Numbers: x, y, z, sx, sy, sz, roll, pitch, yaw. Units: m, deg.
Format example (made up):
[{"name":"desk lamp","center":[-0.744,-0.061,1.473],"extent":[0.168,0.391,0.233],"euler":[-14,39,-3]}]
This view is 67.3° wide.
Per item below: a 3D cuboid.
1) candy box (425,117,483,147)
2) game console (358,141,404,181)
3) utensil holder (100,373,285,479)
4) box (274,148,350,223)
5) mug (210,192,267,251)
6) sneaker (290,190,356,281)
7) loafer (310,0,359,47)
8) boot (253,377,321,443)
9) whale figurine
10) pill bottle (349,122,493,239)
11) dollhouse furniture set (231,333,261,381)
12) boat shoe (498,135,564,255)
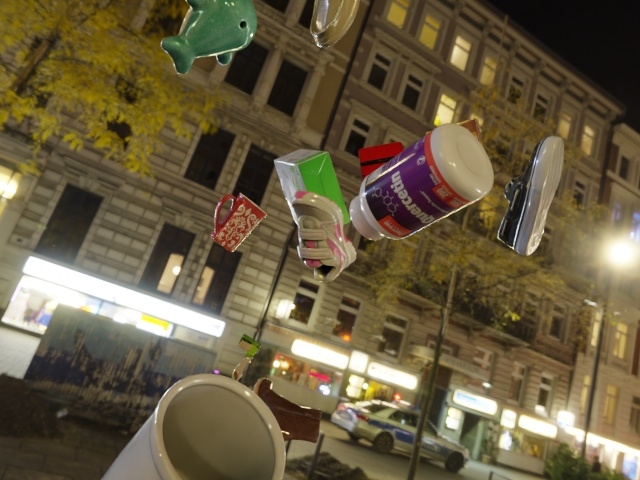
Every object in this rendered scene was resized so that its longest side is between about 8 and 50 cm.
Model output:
[{"name":"candy box","center":[0.492,-0.368,1.766],"extent":[0.187,0.109,0.053],"euler":[-12,-2,29]},{"name":"game console","center":[0.202,-0.243,1.551],"extent":[0.144,0.124,0.085],"euler":[-9,15,8]},{"name":"utensil holder","center":[-0.321,0.565,1.141],"extent":[0.328,0.385,0.327],"euler":[32,25,-17]},{"name":"box","center":[-0.036,-0.175,1.692],"extent":[0.231,0.127,0.261],"euler":[26,-41,63]},{"name":"mug","center":[-0.283,-0.066,1.560],"extent":[0.150,0.169,0.113],"euler":[38,1,-15]},{"name":"sneaker","center":[0.000,0.000,1.076],"extent":[0.103,0.111,0.252],"euler":[2,-44,35]},{"name":"loafer","center":[0.030,-0.520,0.952],"extent":[0.092,0.268,0.102],"euler":[16,3,-40]},{"name":"boot","center":[-0.100,0.497,1.403],"extent":[0.207,0.090,0.248],"euler":[5,19,0]},{"name":"whale figurine","center":[-0.279,-0.545,1.254],"extent":[0.141,0.272,0.216],"euler":[31,-22,33]},{"name":"pill bottle","center":[0.218,-0.117,1.114],"extent":[0.182,0.181,0.323],"euler":[26,-38,-28]},{"name":"dollhouse furniture set","center":[-0.215,0.315,1.274],"extent":[0.059,0.151,0.076],"euler":[29,-56,5]},{"name":"boat shoe","center":[0.537,-0.117,1.266],"extent":[0.121,0.334,0.119],"euler":[-24,39,-39]}]
